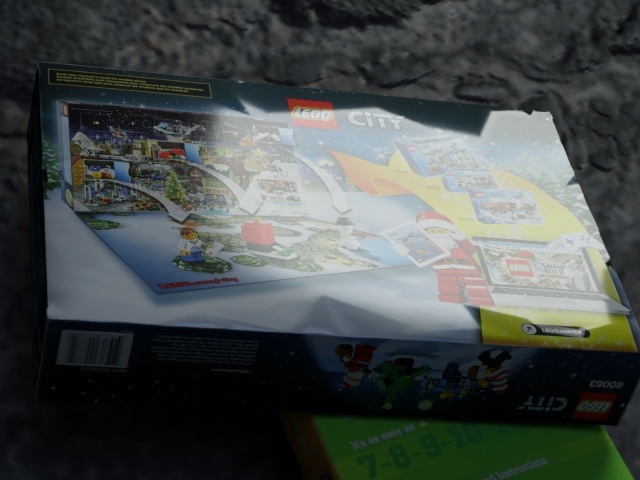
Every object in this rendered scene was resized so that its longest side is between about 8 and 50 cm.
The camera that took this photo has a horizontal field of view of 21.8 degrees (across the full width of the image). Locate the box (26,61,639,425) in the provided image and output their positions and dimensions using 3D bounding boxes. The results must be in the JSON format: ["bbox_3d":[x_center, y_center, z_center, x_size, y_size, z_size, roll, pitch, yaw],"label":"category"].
[{"bbox_3d":[0.000,0.000,0.677,0.233,0.044,0.159,4,39,-14],"label":"box"}]

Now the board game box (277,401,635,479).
[{"bbox_3d":[0.047,0.068,0.670,0.124,0.039,0.259,-1,43,-23],"label":"board game box"}]
